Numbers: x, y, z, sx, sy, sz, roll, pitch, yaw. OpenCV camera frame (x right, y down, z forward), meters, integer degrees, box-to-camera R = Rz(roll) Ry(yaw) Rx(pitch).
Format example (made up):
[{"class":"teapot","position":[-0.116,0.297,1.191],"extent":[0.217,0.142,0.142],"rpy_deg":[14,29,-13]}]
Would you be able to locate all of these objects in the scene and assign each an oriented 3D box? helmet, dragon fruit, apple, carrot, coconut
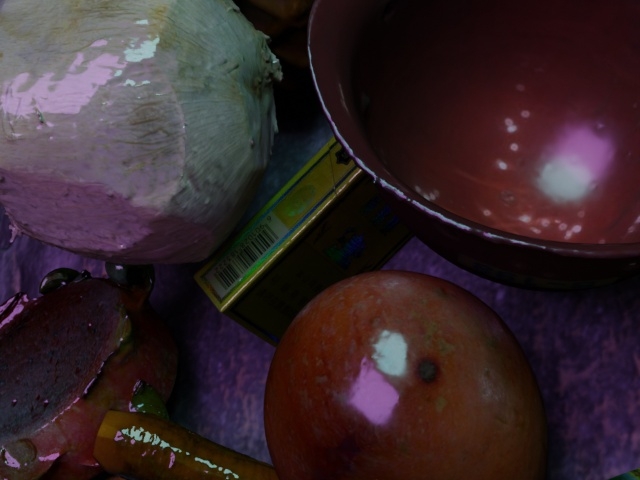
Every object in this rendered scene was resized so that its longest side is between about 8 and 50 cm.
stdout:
[{"class":"helmet","position":[0.177,-0.090,1.037],"extent":[0.385,0.230,0.338],"rpy_deg":[5,63,1]},{"class":"dragon fruit","position":[-0.259,0.142,1.228],"extent":[0.295,0.130,0.268],"rpy_deg":[-45,37,-1]},{"class":"apple","position":[0.071,0.154,0.982],"extent":[0.253,0.253,0.254],"rpy_deg":[-12,62,24]},{"class":"carrot","position":[-0.082,0.220,1.094],"extent":[0.260,0.070,0.070],"rpy_deg":[19,76,4]},{"class":"coconut","position":[-0.170,-0.115,1.117],"extent":[0.254,0.297,0.297],"rpy_deg":[7,70,10]}]

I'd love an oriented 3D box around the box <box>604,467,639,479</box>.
[{"class":"box","position":[0.230,0.225,0.839],"extent":[0.335,0.047,0.187],"rpy_deg":[-17,14,-13]}]

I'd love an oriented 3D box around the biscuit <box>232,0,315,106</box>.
[{"class":"biscuit","position":[-0.098,-0.255,1.251],"extent":[0.115,0.268,0.366],"rpy_deg":[-57,13,-22]}]

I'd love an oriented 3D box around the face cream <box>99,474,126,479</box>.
[{"class":"face cream","position":[-0.245,0.292,1.202],"extent":[0.273,0.078,0.078],"rpy_deg":[-22,58,18]}]

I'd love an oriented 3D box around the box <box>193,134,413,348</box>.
[{"class":"box","position":[0.000,0.000,1.167],"extent":[0.220,0.141,0.064],"rpy_deg":[-44,53,5]}]
